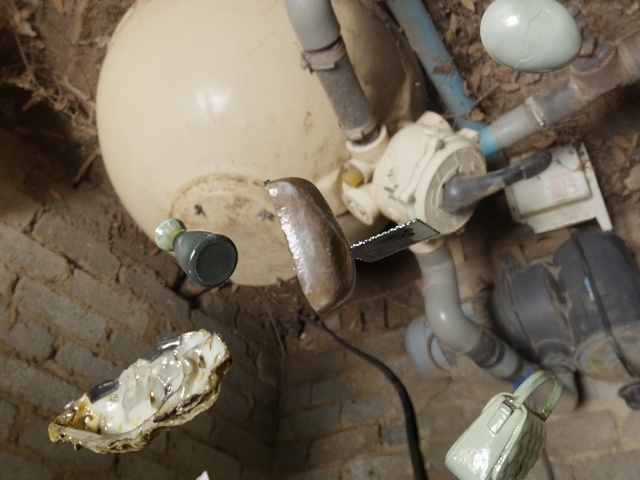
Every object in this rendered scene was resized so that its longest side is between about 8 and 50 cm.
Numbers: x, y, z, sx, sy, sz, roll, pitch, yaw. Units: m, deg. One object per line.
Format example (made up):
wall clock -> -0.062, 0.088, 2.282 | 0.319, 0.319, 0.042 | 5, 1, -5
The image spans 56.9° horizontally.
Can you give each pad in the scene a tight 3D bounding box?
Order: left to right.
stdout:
pad -> 0.222, 0.006, 1.844 | 0.268, 0.012, 0.269 | -24, 161, 23

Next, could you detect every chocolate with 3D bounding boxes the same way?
chocolate -> 0.000, -0.001, 1.052 | 0.083, 0.161, 0.262 | -21, 91, 18

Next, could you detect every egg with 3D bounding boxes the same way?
egg -> 0.428, -0.418, 1.199 | 0.209, 0.151, 0.151 | 23, 139, 2

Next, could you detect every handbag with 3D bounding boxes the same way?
handbag -> 0.308, 0.299, 0.926 | 0.219, 0.079, 0.256 | -52, 145, -1

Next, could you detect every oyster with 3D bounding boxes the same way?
oyster -> -0.232, 0.201, 0.740 | 0.344, 0.129, 0.078 | -27, 132, 30

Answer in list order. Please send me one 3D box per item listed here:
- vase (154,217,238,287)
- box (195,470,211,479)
vase -> -0.419, 0.023, 1.939 | 0.321, 0.173, 0.173 | 24, 162, 48
box -> -0.201, 0.440, 0.698 | 0.206, 0.263, 0.291 | 12, 173, -38
